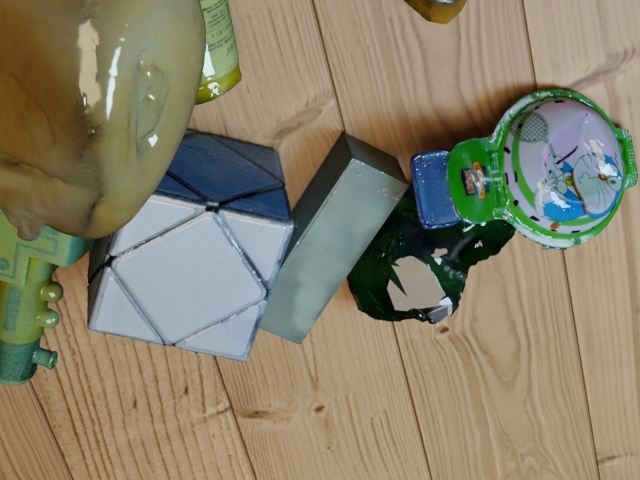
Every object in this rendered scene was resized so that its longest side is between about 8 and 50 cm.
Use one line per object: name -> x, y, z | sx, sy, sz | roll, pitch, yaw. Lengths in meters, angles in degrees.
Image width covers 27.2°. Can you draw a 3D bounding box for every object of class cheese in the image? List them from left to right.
cheese -> 0.261, -0.083, 1.653 | 0.320, 0.083, 0.204 | -10, 91, -23

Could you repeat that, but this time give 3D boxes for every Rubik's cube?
Rubik's cube -> -0.163, -0.004, 1.610 | 0.205, 0.205, 0.207 | 14, 116, -16

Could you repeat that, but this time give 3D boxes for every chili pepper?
chili pepper -> 0.140, 0.009, 1.713 | 0.264, 0.116, 0.148 | -40, 113, 13

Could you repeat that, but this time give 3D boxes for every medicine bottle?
medicine bottle -> -0.164, -0.269, 1.509 | 0.124, 0.124, 0.239 | -10, 121, -3

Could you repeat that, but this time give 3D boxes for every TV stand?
TV stand -> 0.000, 0.000, 1.709 | 0.088, 0.083, 0.269 | 25, 112, -22

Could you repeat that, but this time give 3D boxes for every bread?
bread -> -0.310, -0.220, 1.379 | 0.376, 0.253, 0.348 | 23, 131, 18

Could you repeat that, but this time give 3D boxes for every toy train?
toy train -> -0.398, 0.039, 1.605 | 0.237, 0.150, 0.369 | 17, 120, 4

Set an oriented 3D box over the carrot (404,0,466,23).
carrot -> 0.065, -0.346, 1.531 | 0.260, 0.070, 0.070 | 35, 109, -23
